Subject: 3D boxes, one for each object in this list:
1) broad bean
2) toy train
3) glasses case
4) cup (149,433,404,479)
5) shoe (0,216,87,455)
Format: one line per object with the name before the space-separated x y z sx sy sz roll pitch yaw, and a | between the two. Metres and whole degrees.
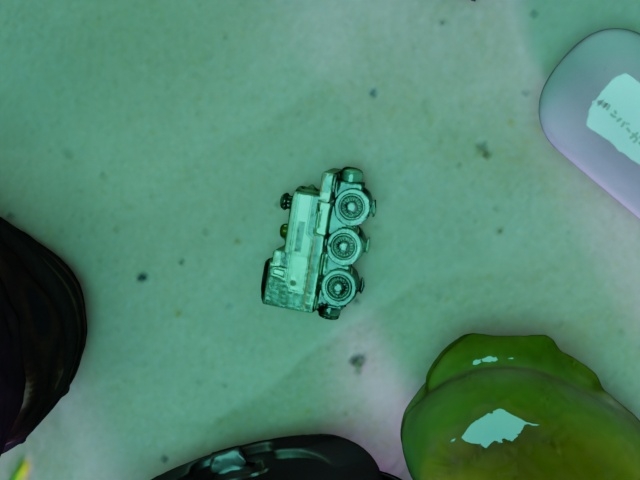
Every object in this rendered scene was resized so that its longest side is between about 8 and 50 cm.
broad bean | 0.115 0.128 0.862 0.124 0.082 0.174 -39 101 11
toy train | 0.000 0.000 0.879 0.053 0.033 0.083 10 99 10
glasses case | 0.198 -0.031 0.838 0.193 0.049 0.074 40 101 0
cup | -0.013 0.253 0.845 0.196 0.196 0.280 -14 103 10
shoe | -0.311 -0.002 0.818 0.384 0.237 0.171 35 101 2
